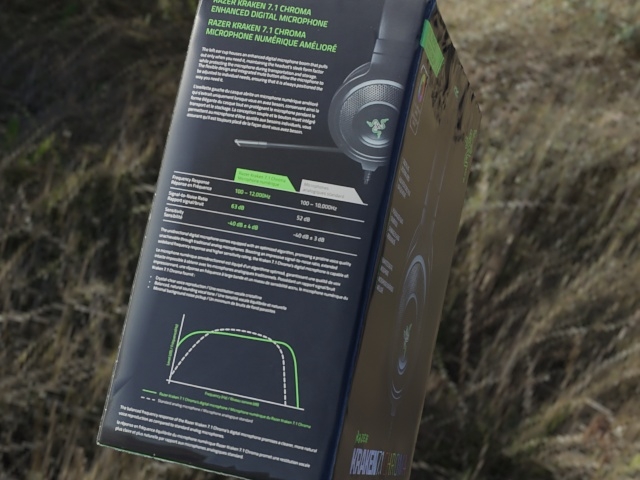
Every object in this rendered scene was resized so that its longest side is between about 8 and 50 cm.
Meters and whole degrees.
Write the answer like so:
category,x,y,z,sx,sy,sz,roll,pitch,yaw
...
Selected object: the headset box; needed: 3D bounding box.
category,x,y,z,sx,sy,sz,roll,pitch,yaw
headset box,0.000,0.000,0.804,0.131,0.283,0.246,10,-8,15
